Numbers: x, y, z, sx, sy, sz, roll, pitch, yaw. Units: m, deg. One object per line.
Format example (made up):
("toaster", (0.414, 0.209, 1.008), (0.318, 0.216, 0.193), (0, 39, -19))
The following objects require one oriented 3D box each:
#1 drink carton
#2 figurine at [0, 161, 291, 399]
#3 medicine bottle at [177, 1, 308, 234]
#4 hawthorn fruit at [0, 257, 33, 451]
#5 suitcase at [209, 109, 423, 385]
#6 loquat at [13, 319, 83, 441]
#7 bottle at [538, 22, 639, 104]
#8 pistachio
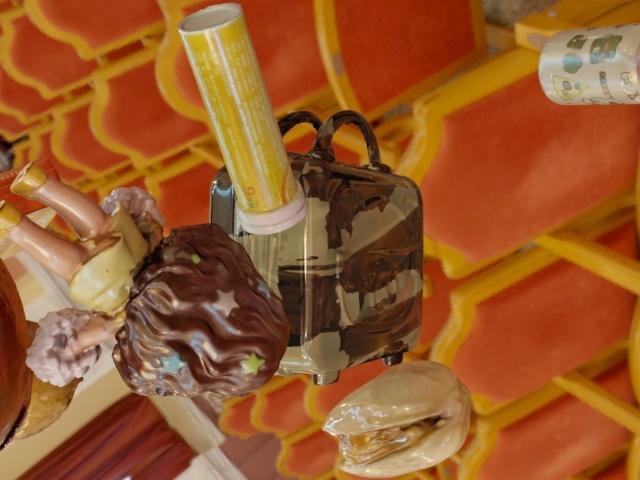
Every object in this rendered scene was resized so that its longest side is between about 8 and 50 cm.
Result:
("drink carton", (-0.443, -0.035, 1.138), (0.223, 0.096, 0.071), (-31, 89, 53))
("figurine", (-0.132, 0.035, 0.605), (0.240, 0.174, 0.116), (32, 151, -16))
("medicine bottle", (-0.074, -0.112, 0.769), (0.074, 0.074, 0.218), (30, 146, 48))
("hawthorn fruit", (-0.379, 0.085, 0.633), (0.316, 0.316, 0.316), (45, 160, 21))
("suitcase", (0.000, 0.000, 1.038), (0.194, 0.351, 0.339), (0, 90, 30))
("loquat", (-0.331, 0.151, 0.867), (0.141, 0.141, 0.141), (45, 160, 21))
("bottle", (0.448, -0.257, 1.166), (0.253, 0.120, 0.120), (18, 141, 58))
("pistachio", (0.113, 0.267, 1.181), (0.157, 0.230, 0.157), (53, -159, -31))
